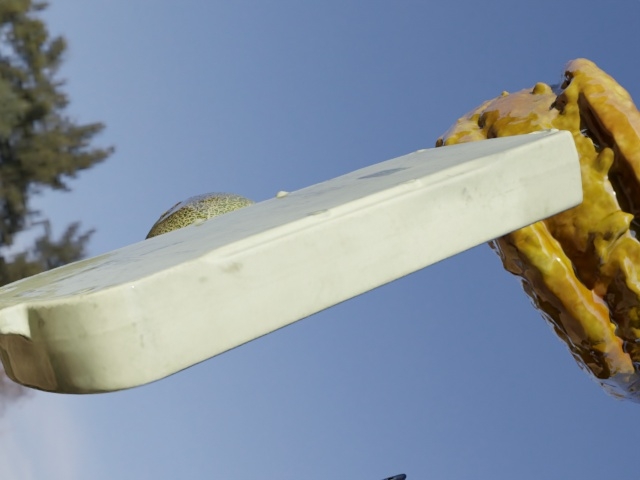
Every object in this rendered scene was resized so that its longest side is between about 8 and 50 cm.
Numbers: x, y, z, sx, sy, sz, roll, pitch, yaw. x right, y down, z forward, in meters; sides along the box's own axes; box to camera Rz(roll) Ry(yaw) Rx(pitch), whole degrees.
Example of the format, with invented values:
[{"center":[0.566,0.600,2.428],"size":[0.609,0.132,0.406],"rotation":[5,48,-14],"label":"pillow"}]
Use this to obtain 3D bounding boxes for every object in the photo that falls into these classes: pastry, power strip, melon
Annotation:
[{"center":[0.178,0.002,0.828],"size":[0.235,0.132,0.240],"rotation":[59,9,-31],"label":"pastry"},{"center":[0.000,0.000,0.389],"size":[0.080,0.227,0.029],"rotation":[-2,-75,53],"label":"power strip"},{"center":[-0.068,0.017,0.799],"size":[0.162,0.099,0.099],"rotation":[-133,-149,-88],"label":"melon"}]

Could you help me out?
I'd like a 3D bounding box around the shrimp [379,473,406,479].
[{"center":[0.076,0.221,0.954],"size":[0.198,0.262,0.051],"rotation":[-34,116,-66],"label":"shrimp"}]
